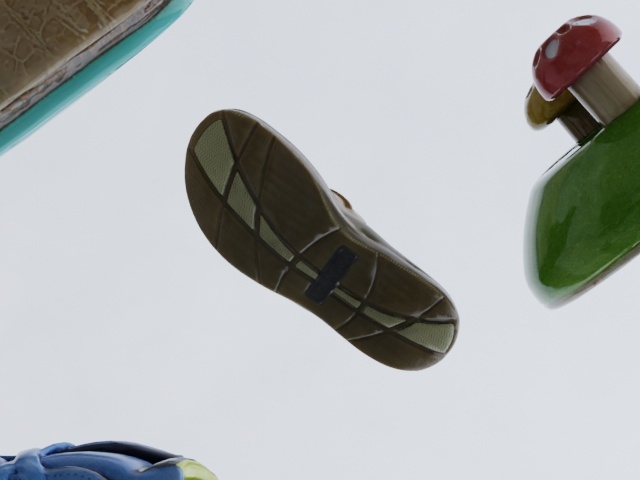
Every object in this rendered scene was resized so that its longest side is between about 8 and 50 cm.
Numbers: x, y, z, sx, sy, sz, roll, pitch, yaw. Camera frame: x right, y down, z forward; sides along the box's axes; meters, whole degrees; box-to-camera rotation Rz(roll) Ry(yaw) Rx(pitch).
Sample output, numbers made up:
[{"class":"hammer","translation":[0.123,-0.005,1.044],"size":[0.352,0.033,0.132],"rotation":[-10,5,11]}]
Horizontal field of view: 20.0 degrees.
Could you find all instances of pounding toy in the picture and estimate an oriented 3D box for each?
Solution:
[{"class":"pounding toy","translation":[0.169,-0.077,0.959],"size":[0.110,0.237,0.183],"rotation":[49,-36,0]}]

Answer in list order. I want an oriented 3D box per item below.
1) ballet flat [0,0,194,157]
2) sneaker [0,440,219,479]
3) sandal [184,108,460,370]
[{"class":"ballet flat","translation":[-0.206,-0.032,0.691],"size":[0.342,0.124,0.116],"rotation":[-39,-170,18]},{"class":"sneaker","translation":[-0.074,0.074,0.451],"size":[0.069,0.209,0.082],"rotation":[-61,166,-67]},{"class":"sandal","translation":[0.000,0.000,0.972],"size":[0.072,0.180,0.049],"rotation":[-48,-173,20]}]
